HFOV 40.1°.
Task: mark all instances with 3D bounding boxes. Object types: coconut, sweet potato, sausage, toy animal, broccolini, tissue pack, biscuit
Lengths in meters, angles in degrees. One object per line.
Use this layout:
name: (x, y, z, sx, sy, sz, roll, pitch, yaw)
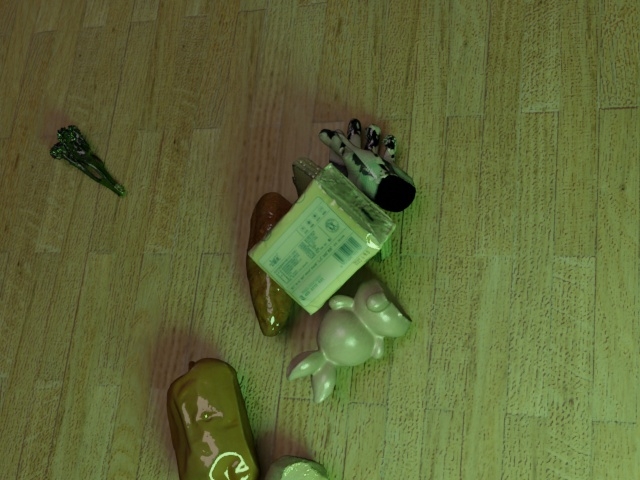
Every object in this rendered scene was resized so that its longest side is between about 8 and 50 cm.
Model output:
coconut: (-0.042, 0.396, 1.352, 0.110, 0.110, 0.124, 6, 71, 23)
sweet potato: (-0.077, 0.041, 1.494, 0.097, 0.097, 0.251, -9, 68, 18)
sausage: (-0.177, 0.308, 1.428, 0.136, 0.120, 0.241, -14, 67, 4)
toy animal: (0.035, 0.154, 1.400, 0.212, 0.124, 0.124, -37, 64, 1)
broccolini: (-0.453, -0.146, 1.738, 0.201, 0.058, 0.074, 41, 105, 12)
tissue pack: (0.000, 0.000, 1.372, 0.148, 0.092, 0.196, 44, 124, 0)
biscuit: (0.036, -0.054, 1.465, 0.199, 0.121, 0.040, 37, 70, 26)

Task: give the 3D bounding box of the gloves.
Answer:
gloves: (0.072, -0.127, 1.480, 0.212, 0.128, 0.111, 43, 135, 54)
